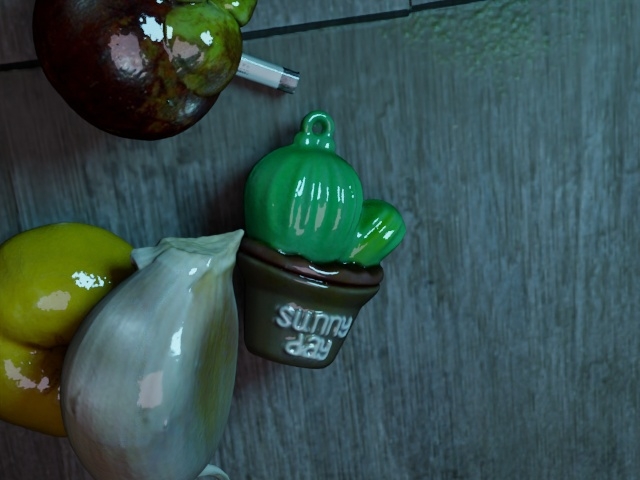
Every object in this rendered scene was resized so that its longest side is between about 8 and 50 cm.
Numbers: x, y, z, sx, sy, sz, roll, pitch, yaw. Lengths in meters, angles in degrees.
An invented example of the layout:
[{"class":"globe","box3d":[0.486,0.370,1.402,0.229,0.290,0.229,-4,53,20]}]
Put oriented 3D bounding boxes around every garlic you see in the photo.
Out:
[{"class":"garlic","box3d":[-0.122,0.136,0.888,0.148,0.128,0.266,-5,125,-19]}]

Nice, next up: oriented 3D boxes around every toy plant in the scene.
[{"class":"toy plant","box3d":[0.000,0.000,0.936,0.143,0.105,0.200,12,96,-22]}]

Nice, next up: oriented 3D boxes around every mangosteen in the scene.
[{"class":"mangosteen","box3d":[-0.116,-0.156,0.817,0.181,0.146,0.156,-31,92,39]}]

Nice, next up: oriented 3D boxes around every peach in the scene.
[{"class":"peach","box3d":[-0.198,0.073,0.929,0.179,0.103,0.179,-4,115,-9]}]

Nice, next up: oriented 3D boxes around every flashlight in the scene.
[{"class":"flashlight","box3d":[-0.057,-0.136,0.918,0.083,0.018,0.018,17,107,-15]}]
